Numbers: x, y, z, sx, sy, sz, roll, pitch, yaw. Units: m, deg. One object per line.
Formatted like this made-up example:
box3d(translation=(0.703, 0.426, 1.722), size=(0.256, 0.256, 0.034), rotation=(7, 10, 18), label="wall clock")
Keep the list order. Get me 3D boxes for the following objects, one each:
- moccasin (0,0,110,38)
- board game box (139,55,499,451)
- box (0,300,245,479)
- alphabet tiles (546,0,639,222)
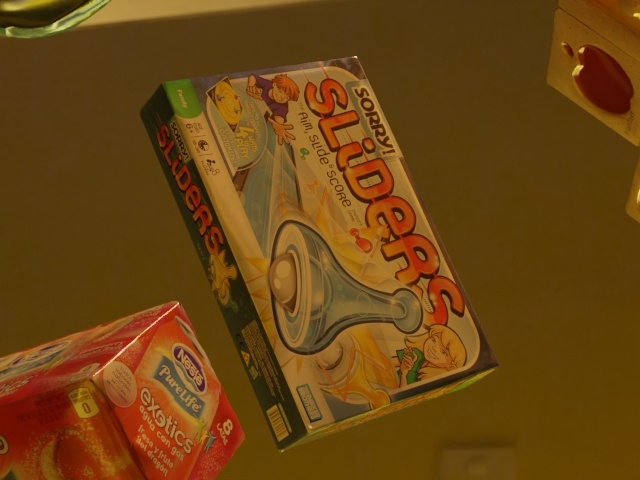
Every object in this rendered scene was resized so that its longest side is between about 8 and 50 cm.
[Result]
box3d(translation=(-0.059, -0.210, 0.517), size=(0.117, 0.342, 0.138), rotation=(16, -147, -50), label="moccasin")
box3d(translation=(0.000, 0.000, 0.725), size=(0.136, 0.035, 0.201), rotation=(-14, -107, -37), label="board game box")
box3d(translation=(-0.201, 0.149, 0.946), size=(0.123, 0.257, 0.128), rotation=(65, -151, -12), label="box")
box3d(translation=(0.225, -0.020, 0.507), size=(0.011, 0.342, 0.285), rotation=(-41, -25, -17), label="alphabet tiles")
